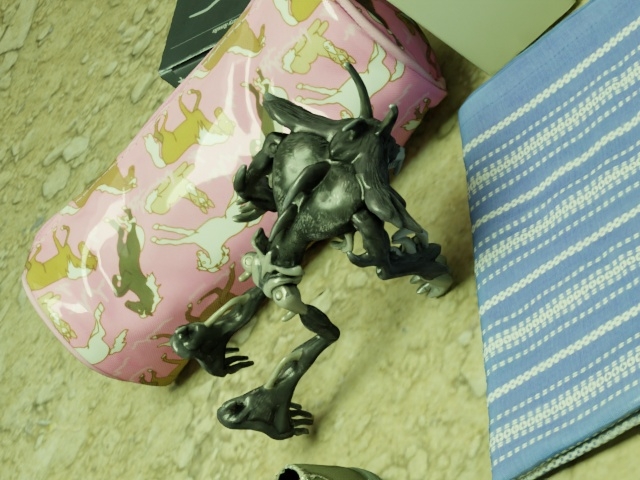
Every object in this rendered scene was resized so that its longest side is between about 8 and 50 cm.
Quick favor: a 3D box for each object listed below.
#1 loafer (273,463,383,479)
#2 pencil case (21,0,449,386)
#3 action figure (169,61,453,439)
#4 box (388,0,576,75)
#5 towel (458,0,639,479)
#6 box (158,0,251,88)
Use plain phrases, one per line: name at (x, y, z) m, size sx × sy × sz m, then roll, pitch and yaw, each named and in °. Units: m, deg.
loafer at (-0.029, 0.259, 1.107) m, size 0.094 × 0.087 × 0.251 m, roll -14°, pitch 53°, yaw 46°
pencil case at (-0.076, -0.052, 1.343) m, size 0.386 × 0.160 × 0.167 m, roll -47°, pitch 49°, yaw 19°
action figure at (0.000, 0.000, 1.194) m, size 0.164 × 0.141 × 0.275 m, roll 41°, pitch 118°, yaw 23°
box at (0.056, -0.243, 1.228) m, size 0.094 × 0.275 × 0.113 m, roll -42°, pitch 36°, yaw 24°
towel at (0.182, -0.029, 1.098) m, size 0.243 × 0.040 × 0.336 m, roll -37°, pitch 39°, yaw 36°
box at (-0.039, -0.224, 1.485) m, size 0.153 × 0.108 × 0.207 m, roll -17°, pitch 52°, yaw 44°
